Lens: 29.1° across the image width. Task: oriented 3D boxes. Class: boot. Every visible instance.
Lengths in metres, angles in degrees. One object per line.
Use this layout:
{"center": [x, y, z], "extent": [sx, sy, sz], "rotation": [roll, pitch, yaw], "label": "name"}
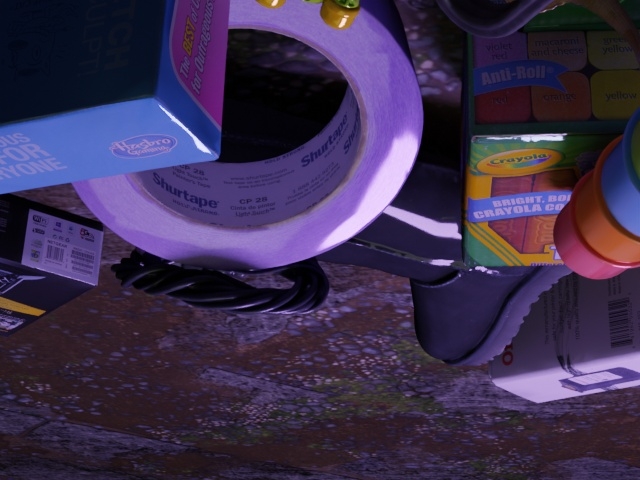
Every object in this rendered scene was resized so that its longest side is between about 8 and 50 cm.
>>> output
{"center": [0.001, -0.001, 1.247], "extent": [0.445, 0.146, 0.367], "rotation": [6, 148, -14], "label": "boot"}

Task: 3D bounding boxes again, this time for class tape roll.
{"center": [-0.062, -0.106, 0.952], "extent": [0.275, 0.090, 0.274], "rotation": [-4, 131, -4], "label": "tape roll"}

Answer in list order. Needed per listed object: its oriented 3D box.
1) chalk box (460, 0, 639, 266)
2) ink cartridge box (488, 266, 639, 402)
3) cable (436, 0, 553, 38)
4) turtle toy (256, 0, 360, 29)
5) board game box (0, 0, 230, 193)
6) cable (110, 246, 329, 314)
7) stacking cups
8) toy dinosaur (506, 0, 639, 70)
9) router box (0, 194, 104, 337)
{"center": [0.196, -0.116, 0.929], "extent": [0.180, 0.179, 0.289], "rotation": [-1, 156, 6], "label": "chalk box"}
{"center": [0.308, 0.069, 1.347], "extent": [0.237, 0.171, 0.100], "rotation": [-17, 150, 37], "label": "ink cartridge box"}
{"center": [0.151, -0.170, 0.680], "extent": [0.139, 0.072, 0.287], "rotation": [42, 168, 0], "label": "cable"}
{"center": [-0.012, -0.201, 0.803], "extent": [0.130, 0.066, 0.095], "rotation": [14, 131, -18], "label": "turtle toy"}
{"center": [-0.160, -0.177, 0.657], "extent": [0.242, 0.316, 0.064], "rotation": [-8, 154, 22], "label": "board game box"}
{"center": [-0.083, 0.025, 1.058], "extent": [0.185, 0.047, 0.150], "rotation": [13, -168, 18], "label": "cable"}
{"center": [0.209, -0.036, 0.745], "extent": [0.096, 0.096, 0.316], "rotation": [5, 162, -6], "label": "stacking cups"}
{"center": [0.155, -0.183, 0.790], "extent": [0.053, 0.183, 0.092], "rotation": [-24, 145, -57], "label": "toy dinosaur"}
{"center": [-0.441, 0.012, 1.406], "extent": [0.309, 0.081, 0.243], "rotation": [19, 151, -33], "label": "router box"}
